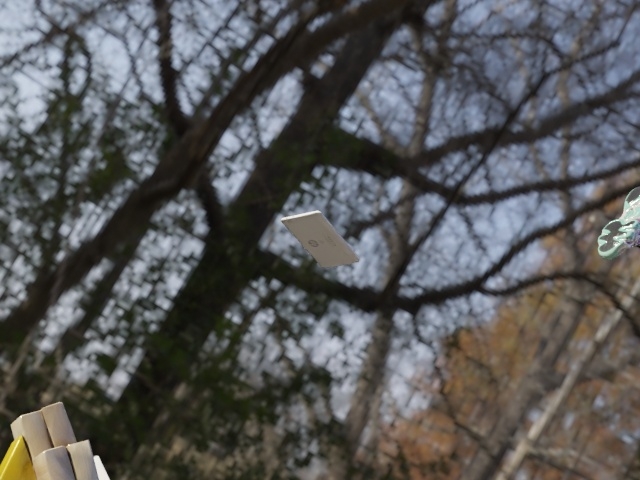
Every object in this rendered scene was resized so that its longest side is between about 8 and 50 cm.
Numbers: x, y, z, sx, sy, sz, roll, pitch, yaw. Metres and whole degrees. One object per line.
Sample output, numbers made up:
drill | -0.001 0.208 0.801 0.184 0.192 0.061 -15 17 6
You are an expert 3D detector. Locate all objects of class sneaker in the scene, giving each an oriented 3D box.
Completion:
sneaker | 0.318 0.000 1.277 0.038 0.098 0.069 5 -43 52

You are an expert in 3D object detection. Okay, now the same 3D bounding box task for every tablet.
tablet | 0.000 0.000 1.367 0.054 0.006 0.083 -11 -47 37

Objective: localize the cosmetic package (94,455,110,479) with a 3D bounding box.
cosmetic package | -0.218 0.362 1.406 0.239 0.060 0.099 56 -18 37

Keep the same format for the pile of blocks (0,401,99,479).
pile of blocks | -0.289 0.286 1.039 0.149 0.362 0.112 25 -28 -16
